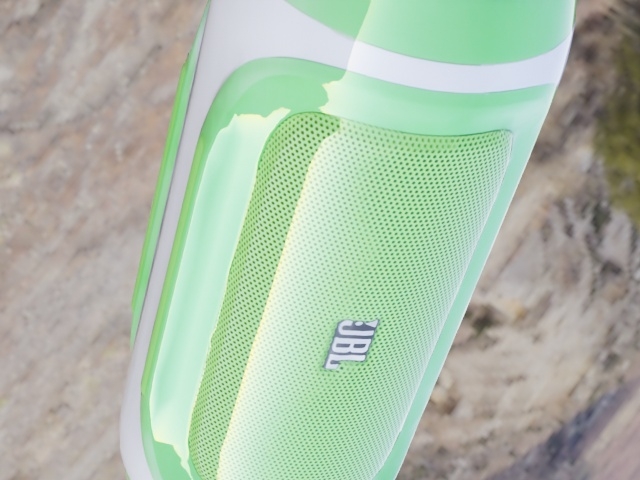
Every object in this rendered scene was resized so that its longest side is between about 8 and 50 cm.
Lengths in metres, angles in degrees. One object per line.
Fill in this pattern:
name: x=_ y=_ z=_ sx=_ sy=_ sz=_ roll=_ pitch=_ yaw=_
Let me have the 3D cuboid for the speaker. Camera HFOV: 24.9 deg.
speaker: x=0.000 y=0.000 z=0.566 sx=0.131 sy=0.131 sz=0.296 roll=-42 pitch=156 yaw=-48
